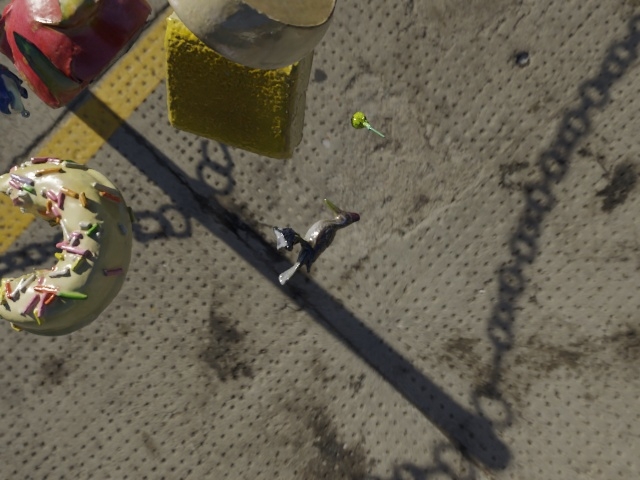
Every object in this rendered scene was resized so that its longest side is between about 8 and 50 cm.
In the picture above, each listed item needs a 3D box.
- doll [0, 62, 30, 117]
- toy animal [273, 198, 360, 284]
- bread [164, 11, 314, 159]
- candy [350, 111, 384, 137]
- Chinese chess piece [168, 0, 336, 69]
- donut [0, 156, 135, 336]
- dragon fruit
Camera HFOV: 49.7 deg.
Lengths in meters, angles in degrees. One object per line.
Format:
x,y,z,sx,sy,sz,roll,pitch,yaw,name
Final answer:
-0.654,-0.324,1.384,0.070,0.195,0.096,-7,41,36,doll
-0.008,-0.006,1.306,0.202,0.070,0.105,-32,110,-23,toy animal
-0.192,-0.364,1.619,0.332,0.324,0.143,19,51,3,bread
0.106,-0.246,1.510,0.035,0.035,0.123,-32,42,-12,candy
-0.095,-0.355,0.941,0.103,0.249,0.250,-37,78,43,Chinese chess piece
-0.539,0.011,1.419,0.307,0.150,0.371,0,83,15,donut
-0.444,-0.392,1.226,0.290,0.290,0.189,-42,118,-1,dragon fruit
